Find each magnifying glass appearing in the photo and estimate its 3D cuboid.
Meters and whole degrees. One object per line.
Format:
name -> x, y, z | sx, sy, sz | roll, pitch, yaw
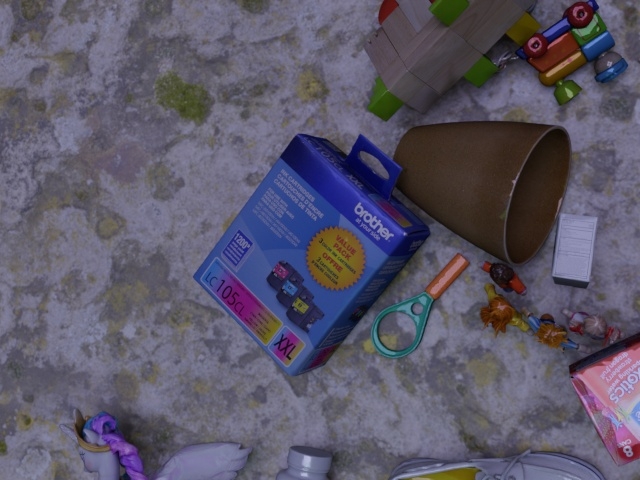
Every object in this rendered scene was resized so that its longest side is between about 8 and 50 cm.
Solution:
magnifying glass -> 0.181, 0.116, 1.483 | 0.092, 0.026, 0.231 | 44, 96, 16

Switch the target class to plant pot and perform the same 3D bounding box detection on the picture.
plant pot -> 0.258, -0.109, 1.398 | 0.254, 0.237, 0.237 | 23, 91, 33

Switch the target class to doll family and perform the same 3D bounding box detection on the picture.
doll family -> 0.356, 0.133, 1.357 | 0.262, 0.163, 0.118 | 29, 93, 17

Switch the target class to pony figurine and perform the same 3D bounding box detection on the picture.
pony figurine -> -0.323, 0.495, 1.487 | 0.350, 0.302, 0.364 | 3, 100, 25

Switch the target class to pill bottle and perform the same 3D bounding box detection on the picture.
pill bottle -> -0.036, 0.471, 1.465 | 0.108, 0.108, 0.194 | 11, 87, 17

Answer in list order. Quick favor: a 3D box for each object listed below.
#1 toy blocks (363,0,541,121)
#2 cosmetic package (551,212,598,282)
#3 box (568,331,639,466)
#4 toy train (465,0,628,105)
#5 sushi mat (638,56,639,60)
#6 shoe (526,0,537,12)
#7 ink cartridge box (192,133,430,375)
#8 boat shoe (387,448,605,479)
toy blocks -> 0.204, -0.415, 1.433 | 0.381, 0.190, 0.261 | -45, 42, 23
cosmetic package -> 0.405, 0.021, 1.315 | 0.060, 0.239, 0.099 | 10, 87, 17
box -> 0.473, 0.227, 1.241 | 0.154, 0.300, 0.142 | -27, 77, 11
toy train -> 0.397, -0.294, 1.435 | 0.248, 0.105, 0.143 | -34, 93, 15
sushi mat -> 0.657, -0.375, 1.307 | 0.151, 0.019, 0.317 | 48, 130, 27
shoe -> 0.353, -0.499, 1.467 | 0.063, 0.081, 0.178 | -3, 83, 16
ink cartridge box -> 0.000, 0.000, 1.448 | 0.270, 0.151, 0.395 | 42, 106, 16
boat shoe -> 0.282, 0.414, 1.353 | 0.366, 0.156, 0.136 | 0, 84, 17
